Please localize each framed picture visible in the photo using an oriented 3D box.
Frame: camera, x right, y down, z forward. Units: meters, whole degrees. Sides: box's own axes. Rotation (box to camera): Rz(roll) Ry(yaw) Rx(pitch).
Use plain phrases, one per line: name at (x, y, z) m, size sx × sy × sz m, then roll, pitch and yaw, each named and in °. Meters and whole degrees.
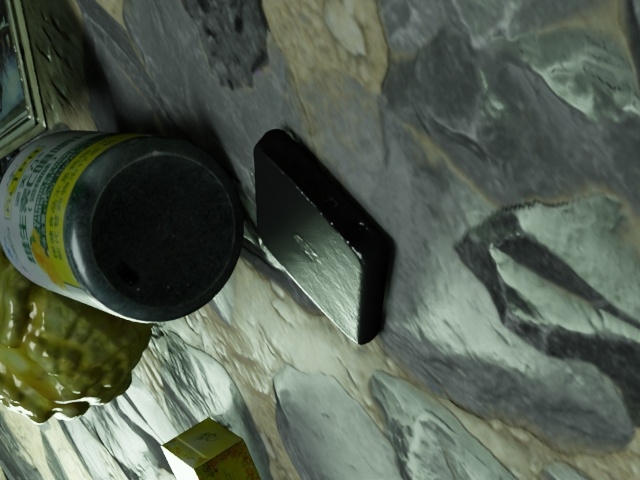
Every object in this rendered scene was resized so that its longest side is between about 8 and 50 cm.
framed picture at (-0.310, -0.191, 1.292) m, size 0.296 × 0.019 × 0.232 m, roll -12°, pitch 90°, yaw 67°

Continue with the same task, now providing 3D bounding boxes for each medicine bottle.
medicine bottle at (-0.182, -0.019, 1.162) m, size 0.293 × 0.141 × 0.141 m, roll 10°, pitch 127°, yaw 62°

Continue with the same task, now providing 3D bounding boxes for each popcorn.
popcorn at (-0.271, 0.070, 1.415) m, size 0.255 × 0.195 × 0.256 m, roll 57°, pitch 160°, yaw -19°

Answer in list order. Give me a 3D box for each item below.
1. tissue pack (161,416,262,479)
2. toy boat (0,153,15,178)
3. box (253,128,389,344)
tissue pack at (-0.086, 0.274, 1.427) m, size 0.095 × 0.062 × 0.176 m, roll 15°, pitch 132°, yaw 63°
toy boat at (-0.391, -0.086, 1.574) m, size 0.223 × 0.100 × 0.097 m, roll 42°, pitch 169°, yaw 40°
box at (0.000, 0.000, 0.959) m, size 0.126 × 0.027 × 0.125 m, roll 47°, pitch 157°, yaw 25°
